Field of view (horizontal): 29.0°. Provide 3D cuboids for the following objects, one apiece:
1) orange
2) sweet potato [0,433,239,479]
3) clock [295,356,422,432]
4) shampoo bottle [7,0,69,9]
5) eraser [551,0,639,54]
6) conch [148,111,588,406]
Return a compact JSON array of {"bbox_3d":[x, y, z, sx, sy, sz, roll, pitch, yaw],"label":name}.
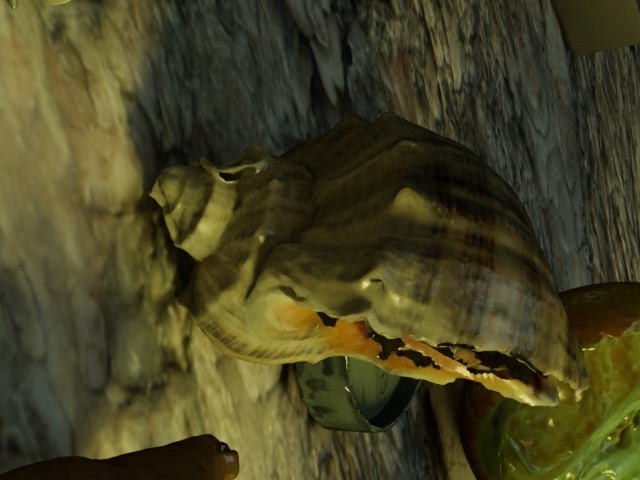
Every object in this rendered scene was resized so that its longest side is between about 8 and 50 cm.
[{"bbox_3d":[0.268,0.173,1.179,0.335,0.262,0.196,54,11,-29],"label":"orange"},{"bbox_3d":[-0.120,0.156,0.526,0.337,0.131,0.131,-48,126,-59],"label":"sweet potato"},{"bbox_3d":[0.043,0.040,0.934,0.215,0.041,0.215,6,90,-67],"label":"clock"},{"bbox_3d":[-0.133,-0.156,0.681,0.141,0.034,0.049,-39,125,-60],"label":"shampoo bottle"},{"bbox_3d":[0.342,-0.413,1.641,0.077,0.111,0.353,-73,145,-44],"label":"eraser"},{"bbox_3d":[0.043,0.003,0.743,0.291,0.210,0.159,14,73,-20],"label":"conch"}]
